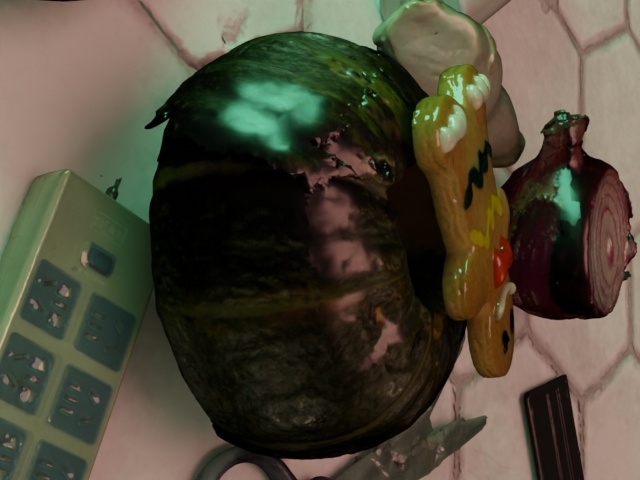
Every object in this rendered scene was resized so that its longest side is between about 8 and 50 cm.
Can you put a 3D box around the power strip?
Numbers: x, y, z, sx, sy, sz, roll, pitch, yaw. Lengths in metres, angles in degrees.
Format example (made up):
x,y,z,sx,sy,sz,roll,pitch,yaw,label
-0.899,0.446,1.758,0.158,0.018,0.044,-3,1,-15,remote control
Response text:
x,y,z,sx,sy,sz,roll,pitch,yaw,label
-0.191,0.115,0.719,0.106,0.043,0.367,38,57,-40,power strip

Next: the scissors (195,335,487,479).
x,y,z,sx,sy,sz,roll,pitch,yaw,label
0.048,0.214,0.986,0.383,0.029,0.256,-39,112,-43,scissors

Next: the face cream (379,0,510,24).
x,y,z,sx,sy,sz,roll,pitch,yaw,label
0.188,-0.305,1.179,0.345,0.102,0.102,-44,117,-43,face cream

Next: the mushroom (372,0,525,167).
x,y,z,sx,sy,sz,roll,pitch,yaw,label
0.125,-0.138,1.023,0.109,0.097,0.351,45,8,17,mushroom

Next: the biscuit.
x,y,z,sx,sy,sz,roll,pitch,yaw,label
0.116,-0.007,0.812,0.158,0.035,0.240,-57,137,-53,biscuit

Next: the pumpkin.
x,y,z,sx,sy,sz,roll,pitch,yaw,label
0.000,0.000,0.822,0.320,0.192,0.321,-6,90,-69,pumpkin

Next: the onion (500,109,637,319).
x,y,z,sx,sy,sz,roll,pitch,yaw,label
0.239,-0.032,1.144,0.195,0.139,0.218,-42,127,-43,onion

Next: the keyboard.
x,y,z,sx,sy,sz,roll,pitch,yaw,label
0.286,0.346,1.243,0.103,0.041,0.381,-11,86,-48,keyboard
